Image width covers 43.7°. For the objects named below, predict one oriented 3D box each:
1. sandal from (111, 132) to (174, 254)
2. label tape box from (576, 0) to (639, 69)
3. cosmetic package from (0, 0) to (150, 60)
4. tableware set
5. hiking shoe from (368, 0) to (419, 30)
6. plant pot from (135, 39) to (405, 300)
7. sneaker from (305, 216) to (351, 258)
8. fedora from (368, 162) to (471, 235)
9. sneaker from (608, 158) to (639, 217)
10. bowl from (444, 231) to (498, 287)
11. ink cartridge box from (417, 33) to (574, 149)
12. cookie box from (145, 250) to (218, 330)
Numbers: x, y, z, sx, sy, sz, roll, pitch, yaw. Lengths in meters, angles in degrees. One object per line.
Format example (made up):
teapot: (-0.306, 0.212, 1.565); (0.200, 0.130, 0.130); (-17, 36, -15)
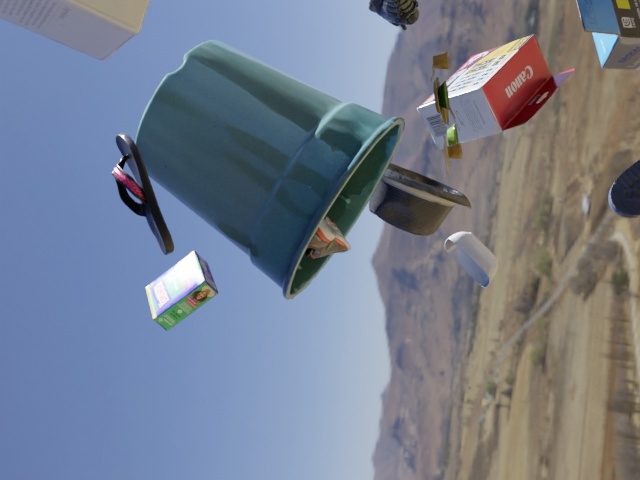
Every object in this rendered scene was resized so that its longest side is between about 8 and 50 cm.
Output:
sandal: (-0.230, -0.060, 0.992); (0.067, 0.040, 0.179); (103, 145, -63)
label tape box: (0.514, -0.414, 1.324); (0.106, 0.333, 0.241); (137, 127, -63)
cosmetic package: (-0.254, -0.288, 0.766); (0.151, 0.183, 0.151); (2, 74, 62)
tableware set: (0.171, -0.173, 1.056); (0.104, 0.024, 0.154); (-76, -26, -51)
hiking shoe: (0.178, -0.534, 1.745); (0.086, 0.114, 0.227); (-52, 1, -3)
plant pot: (-0.095, -0.133, 1.295); (0.341, 0.334, 0.341); (-56, -9, -13)
sneaker: (0.000, 0.000, 1.319); (0.065, 0.061, 0.158); (-40, -21, 9)
fedora: (0.252, -0.108, 2.245); (0.334, 0.333, 0.153); (-44, -24, -78)
sneaker: (0.688, -0.154, 1.520); (0.112, 0.319, 0.131); (60, -170, 14)
bowl: (0.357, 0.038, 1.852); (0.053, 0.142, 0.142); (-42, -13, -7)
ink cartridge box: (0.444, -0.383, 2.001); (0.309, 0.271, 0.130); (-45, -67, -37)
cookie box: (-0.229, 0.082, 1.308); (0.040, 0.107, 0.092); (49, -173, -38)
